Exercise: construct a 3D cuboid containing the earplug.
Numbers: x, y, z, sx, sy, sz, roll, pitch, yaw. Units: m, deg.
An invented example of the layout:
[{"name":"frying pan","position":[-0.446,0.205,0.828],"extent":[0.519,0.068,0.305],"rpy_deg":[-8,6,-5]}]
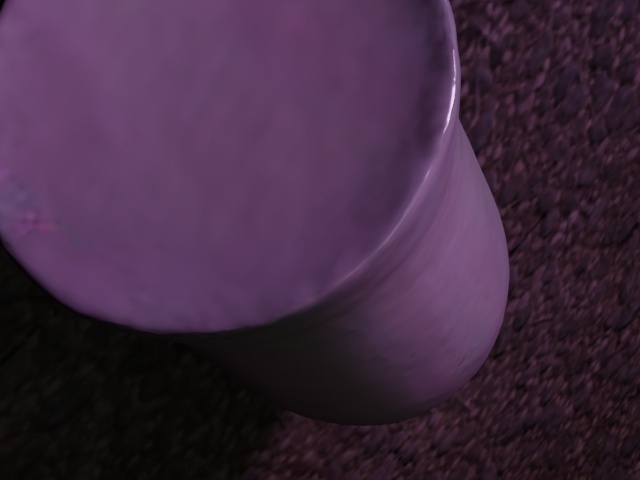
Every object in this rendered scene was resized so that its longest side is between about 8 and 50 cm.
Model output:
[{"name":"earplug","position":[0.000,0.000,0.792],"extent":[0.172,0.172,0.301],"rpy_deg":[-53,156,-7]}]
